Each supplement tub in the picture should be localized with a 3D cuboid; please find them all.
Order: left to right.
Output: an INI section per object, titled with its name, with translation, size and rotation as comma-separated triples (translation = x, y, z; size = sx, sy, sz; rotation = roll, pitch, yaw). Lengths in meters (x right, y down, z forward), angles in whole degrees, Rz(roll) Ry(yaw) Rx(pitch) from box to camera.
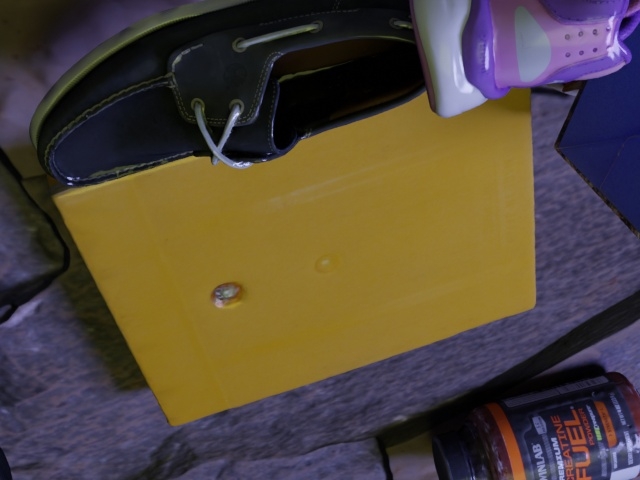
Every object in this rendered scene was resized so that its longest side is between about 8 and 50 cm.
[supplement tub]
translation = 0.211, 0.198, 1.025
size = 0.197, 0.106, 0.106
rotation = -14, 138, -6

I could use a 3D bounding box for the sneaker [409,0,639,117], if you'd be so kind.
[sneaker]
translation = 0.122, -0.144, 0.538
size = 0.104, 0.236, 0.095
rotation = -1, 128, 23

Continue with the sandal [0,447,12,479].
[sandal]
translation = -0.314, 0.027, 0.616
size = 0.167, 0.107, 0.446
rotation = -18, 121, -10

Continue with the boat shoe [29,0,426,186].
[boat shoe]
translation = -0.047, -0.078, 0.566
size = 0.233, 0.079, 0.084
rotation = -19, 145, 6

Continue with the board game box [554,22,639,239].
[board game box]
translation = 0.330, -0.124, 0.654
size = 0.291, 0.141, 0.232
rotation = -13, 140, -28

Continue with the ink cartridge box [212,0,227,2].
[ink cartridge box]
translation = -0.036, -0.194, 0.549
size = 0.115, 0.067, 0.198
rotation = -29, 137, 17

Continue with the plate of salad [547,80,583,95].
[plate of salad]
translation = 0.220, -0.166, 0.688
size = 0.199, 0.048, 0.200
rotation = -10, 137, -9

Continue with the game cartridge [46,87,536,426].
[game cartridge]
translation = 0.000, 0.000, 0.788
size = 0.323, 0.053, 0.285
rotation = -18, 138, -4
